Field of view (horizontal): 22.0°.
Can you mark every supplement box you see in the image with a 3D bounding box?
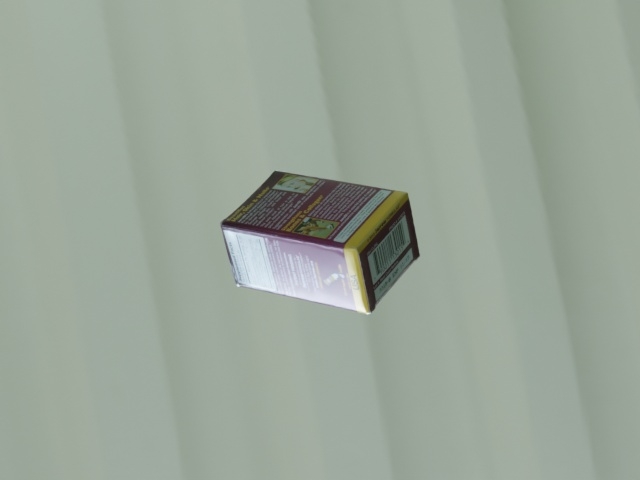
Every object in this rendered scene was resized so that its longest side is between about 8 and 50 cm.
[{"bbox_3d":[0.000,0.000,0.838,0.055,0.083,0.043,-47,-44,-40],"label":"supplement box"}]
